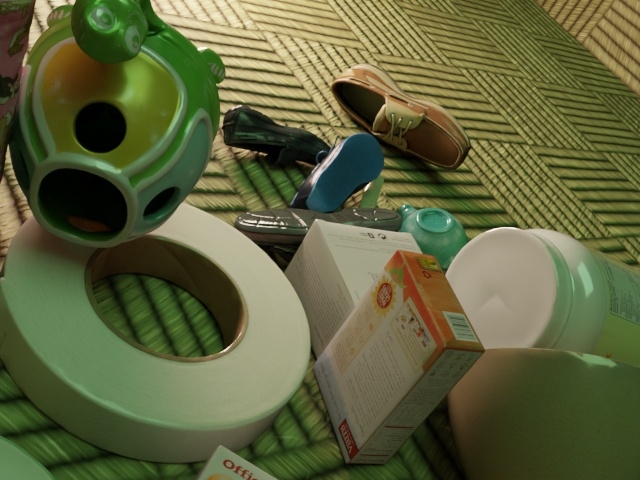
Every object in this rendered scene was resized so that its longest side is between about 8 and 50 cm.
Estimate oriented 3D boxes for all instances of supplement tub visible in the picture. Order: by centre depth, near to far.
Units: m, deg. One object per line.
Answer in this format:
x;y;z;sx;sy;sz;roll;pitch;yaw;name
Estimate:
0.357;0.117;1.237;0.325;0.235;0.235;19;34;-39;supplement tub

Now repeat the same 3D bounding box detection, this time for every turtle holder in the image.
-0.224;-0.135;0.937;0.243;0.320;0.227;34;43;-27;turtle holder

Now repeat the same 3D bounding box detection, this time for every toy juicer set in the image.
0.171;0.015;1.415;0.329;0.089;0.209;27;47;23;toy juicer set

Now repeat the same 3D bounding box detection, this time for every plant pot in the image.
0.291;0.268;1.044;0.284;0.284;0.191;19;66;-19;plant pot

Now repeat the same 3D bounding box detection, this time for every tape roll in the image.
-0.198;0.089;1.014;0.392;0.072;0.392;22;35;-16;tape roll

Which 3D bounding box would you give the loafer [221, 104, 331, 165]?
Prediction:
-0.074;-0.164;1.451;0.223;0.076;0.078;18;71;-31;loafer

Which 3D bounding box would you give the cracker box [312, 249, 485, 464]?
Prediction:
0.087;0.148;1.023;0.067;0.232;0.156;11;39;-31;cracker box

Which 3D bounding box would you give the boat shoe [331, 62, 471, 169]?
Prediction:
0.152;-0.245;1.702;0.324;0.122;0.120;37;38;21;boat shoe

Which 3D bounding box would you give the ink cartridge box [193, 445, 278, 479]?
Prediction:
-0.097;0.310;0.761;0.128;0.127;0.176;32;32;0;ink cartridge box

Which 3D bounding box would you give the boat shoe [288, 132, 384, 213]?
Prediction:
0.021;-0.115;1.422;0.258;0.089;0.109;-35;98;-51;boat shoe

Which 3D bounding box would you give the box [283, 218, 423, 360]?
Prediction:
0.068;0.079;1.199;0.181;0.119;0.182;8;40;-32;box

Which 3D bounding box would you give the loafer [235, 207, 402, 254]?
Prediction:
0.000;0.000;1.276;0.267;0.084;0.096;-2;21;-18;loafer

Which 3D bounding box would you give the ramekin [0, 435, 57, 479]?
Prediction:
-0.317;0.276;0.604;0.303;0.148;0.303;22;35;-16;ramekin

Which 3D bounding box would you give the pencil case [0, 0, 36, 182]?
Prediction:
-0.405;-0.133;0.842;0.167;0.386;0.160;-4;47;-40;pencil case
